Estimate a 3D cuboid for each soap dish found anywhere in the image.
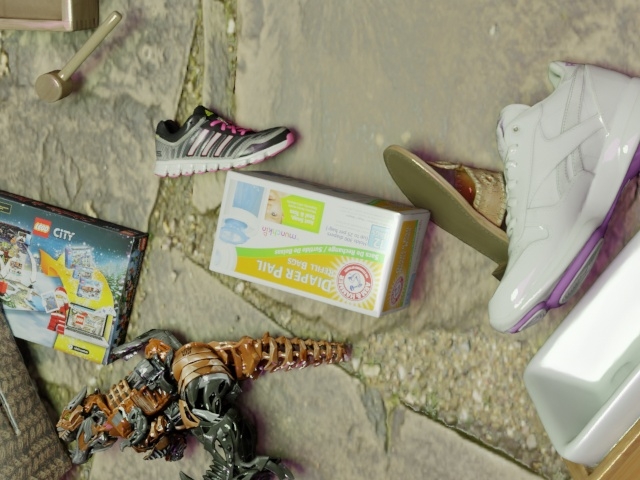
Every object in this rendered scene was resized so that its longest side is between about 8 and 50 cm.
[{"bbox_3d":[0.337,0.100,0.989,0.118,0.229,0.291,36,102,-10],"label":"soap dish"}]

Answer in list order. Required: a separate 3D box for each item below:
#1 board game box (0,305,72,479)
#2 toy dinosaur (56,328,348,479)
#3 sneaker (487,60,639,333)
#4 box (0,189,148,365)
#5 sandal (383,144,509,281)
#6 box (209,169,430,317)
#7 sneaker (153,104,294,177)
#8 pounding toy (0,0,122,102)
[{"bbox_3d":[-0.486,0.229,1.201,0.291,0.141,0.232,-20,97,19],"label":"board game box"},{"bbox_3d":[-0.133,0.189,1.142,0.322,0.164,0.218,-28,73,24],"label":"toy dinosaur"},{"bbox_3d":[0.226,-0.048,1.032,0.152,0.114,0.305,26,73,16],"label":"sneaker"},{"bbox_3d":[-0.335,0.038,1.221,0.233,0.044,0.159,16,99,11],"label":"box"},{"bbox_3d":[0.176,-0.036,1.095,0.240,0.088,0.079,44,71,-1],"label":"sandal"},{"bbox_3d":[0.000,0.000,1.094,0.203,0.103,0.114,14,98,21],"label":"box"},{"bbox_3d":[-0.115,-0.117,1.146,0.170,0.063,0.075,-7,100,18],"label":"sneaker"},{"bbox_3d":[-0.301,-0.266,1.166,0.181,0.094,0.206,4,105,8],"label":"pounding toy"}]
